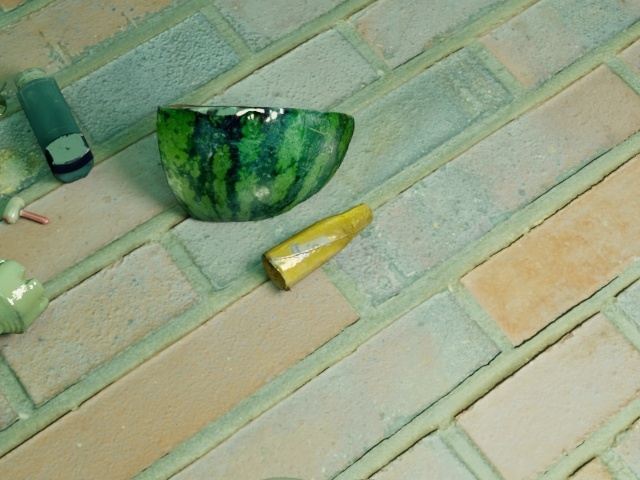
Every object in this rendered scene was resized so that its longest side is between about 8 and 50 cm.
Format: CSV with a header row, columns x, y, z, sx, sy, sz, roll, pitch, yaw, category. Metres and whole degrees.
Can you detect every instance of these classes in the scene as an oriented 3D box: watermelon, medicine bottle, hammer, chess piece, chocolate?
x,y,z,sx,sy,sz,roll,pitch,yaw,category
-0.111,-0.135,1.885,0.292,0.319,0.222,9,98,11,watermelon
-0.490,-0.214,1.928,0.079,0.124,0.258,-25,64,-12,medicine bottle
-0.528,-0.047,1.894,0.083,0.031,0.053,18,67,1,hammer
-0.584,0.168,1.709,0.194,0.195,0.299,31,58,14,chess piece
0.000,0.000,1.852,0.219,0.086,0.086,-35,68,-20,chocolate

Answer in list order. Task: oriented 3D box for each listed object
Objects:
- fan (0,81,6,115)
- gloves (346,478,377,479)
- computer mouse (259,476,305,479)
x,y,z,sx,sy,sz,roll,pitch,yaw,category
-0.633,-0.269,2.018,0.060,0.003,0.080,-6,64,-5,fan
0.068,0.472,1.596,0.127,0.111,0.212,12,56,-24,gloves
-0.062,0.471,1.613,0.127,0.079,0.231,-2,47,-5,computer mouse
